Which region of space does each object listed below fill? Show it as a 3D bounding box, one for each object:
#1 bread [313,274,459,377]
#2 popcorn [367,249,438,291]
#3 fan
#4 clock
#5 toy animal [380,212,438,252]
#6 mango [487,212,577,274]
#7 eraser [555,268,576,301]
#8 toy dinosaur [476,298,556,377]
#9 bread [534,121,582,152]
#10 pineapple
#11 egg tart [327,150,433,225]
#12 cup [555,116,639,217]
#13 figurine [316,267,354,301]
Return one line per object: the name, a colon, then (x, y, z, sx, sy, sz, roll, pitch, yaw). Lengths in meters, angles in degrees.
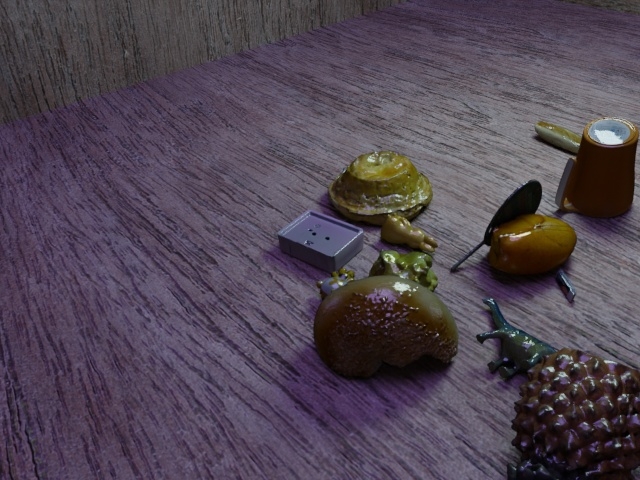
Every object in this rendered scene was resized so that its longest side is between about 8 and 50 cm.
bread: (0.134, 0.172, 1.196, 0.315, 0.191, 0.171, 1, 36, 9)
popcorn: (0.196, 0.094, 1.331, 0.174, 0.142, 0.173, 1, -7, 0)
fan: (0.477, -0.034, 1.475, 0.223, 0.294, 0.012, 2, 39, -49)
clock: (0.000, 0.000, 1.556, 0.197, 0.063, 0.150, 22, 45, 33)
toy animal: (0.243, -0.007, 1.544, 0.160, 0.083, 0.070, 27, 20, 21)
mango: (0.530, 0.009, 1.422, 0.252, 0.126, 0.153, -11, 40, -20)
eraser: (0.586, 0.106, 1.364, 0.019, 0.027, 0.099, 0, 37, -6)
toy dinosaur: (0.427, 0.231, 1.177, 0.147, 0.076, 0.363, -17, 34, -26)
bread: (0.816, -0.342, 1.921, 0.073, 0.053, 0.214, -28, 44, -21)
pineapple: (0.399, 0.359, 0.917, 0.223, 0.222, 0.357, 17, 50, 28)
egg tart: (0.178, -0.175, 1.721, 0.342, 0.128, 0.341, -5, 37, 4)
cup: (0.757, -0.190, 1.565, 0.226, 0.263, 0.182, -24, 47, -5)
figurine: (0.051, 0.112, 1.402, 0.101, 0.068, 0.143, 33, 34, 31)
